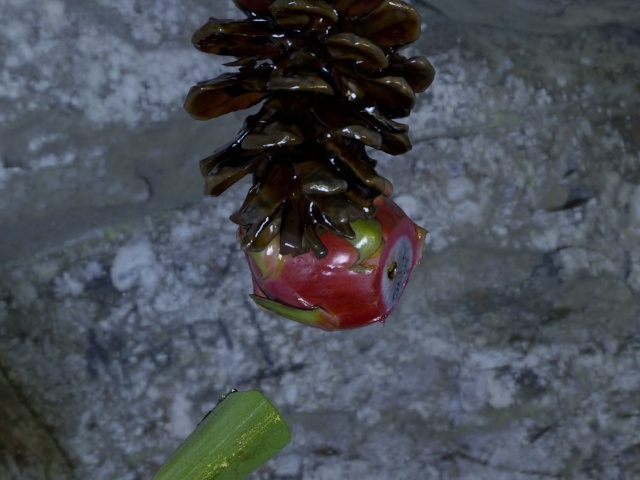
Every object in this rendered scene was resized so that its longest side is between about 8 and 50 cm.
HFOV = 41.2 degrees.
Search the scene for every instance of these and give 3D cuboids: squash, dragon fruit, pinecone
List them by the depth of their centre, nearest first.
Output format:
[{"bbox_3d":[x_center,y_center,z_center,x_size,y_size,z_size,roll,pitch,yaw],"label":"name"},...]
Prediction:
[{"bbox_3d":[-0.019,-0.131,0.823,0.244,0.309,0.244,11,161,4],"label":"pinecone"},{"bbox_3d":[-0.132,0.247,0.922,0.200,0.090,0.075,-35,-152,-21],"label":"squash"},{"bbox_3d":[0.003,0.003,1.044,0.227,0.224,0.224,15,178,17],"label":"dragon fruit"}]
